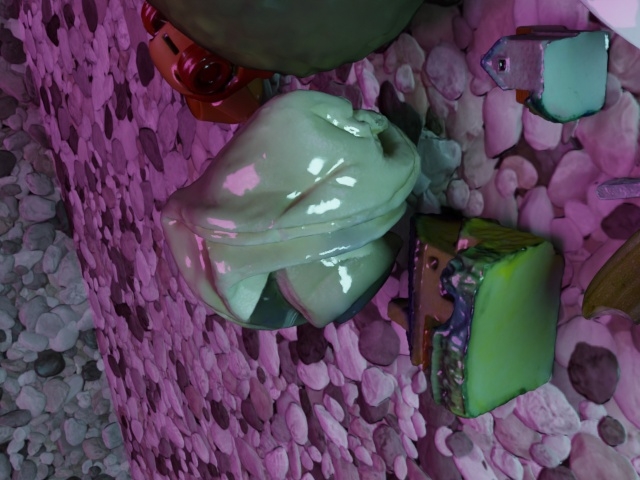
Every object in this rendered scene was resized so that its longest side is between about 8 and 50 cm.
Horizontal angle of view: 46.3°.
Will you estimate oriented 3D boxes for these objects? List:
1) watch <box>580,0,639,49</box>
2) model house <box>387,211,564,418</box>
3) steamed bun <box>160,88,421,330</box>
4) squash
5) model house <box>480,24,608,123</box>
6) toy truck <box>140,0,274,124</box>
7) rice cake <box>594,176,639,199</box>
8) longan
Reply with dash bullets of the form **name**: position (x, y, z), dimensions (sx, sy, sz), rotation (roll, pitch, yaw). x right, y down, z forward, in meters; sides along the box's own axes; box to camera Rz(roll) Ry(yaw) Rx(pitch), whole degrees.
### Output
- **watch**: position (0.267, -0.222, 0.563), dimensions (0.244, 0.231, 0.196), rotation (54, 143, 22)
- **model house**: position (0.152, 0.069, 0.895), dimensions (0.211, 0.170, 0.194), rotation (26, 125, 49)
- **steamed bun**: position (-0.010, -0.009, 0.964), dimensions (0.237, 0.346, 0.394), rotation (59, 164, 12)
- **squash**: position (0.323, 0.015, 0.706), dimensions (0.069, 0.069, 0.239), rotation (58, 148, 23)
- **model house**: position (0.220, -0.170, 0.763), dimensions (0.100, 0.100, 0.088), rotation (23, 123, 50)
- **toy truck**: position (-0.133, -0.306, 1.168), dimensions (0.265, 0.239, 0.189), rotation (-40, 63, 9)
- **rice cake**: position (0.324, -0.054, 0.728), dimensions (0.121, 0.022, 0.022), rotation (-5, 102, 55)
- **longan**: position (-0.039, -0.380, 0.805), dimensions (0.391, 0.391, 0.391), rotation (26, 123, 48)
